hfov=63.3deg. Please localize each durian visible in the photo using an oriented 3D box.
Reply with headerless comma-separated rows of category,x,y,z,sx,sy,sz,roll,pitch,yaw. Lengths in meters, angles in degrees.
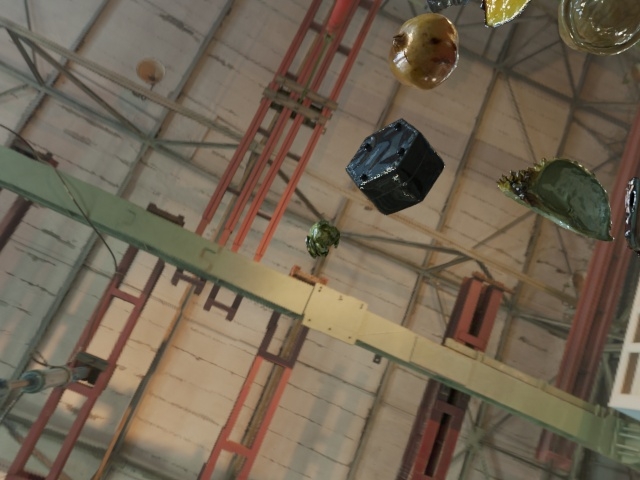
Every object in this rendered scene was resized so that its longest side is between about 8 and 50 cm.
durian,0.483,-0.088,1.053,0.252,0.144,0.139,32,-148,-13

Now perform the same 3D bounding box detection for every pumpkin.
pumpkin,0.432,-0.623,1.112,0.148,0.169,0.312,-11,-89,-40

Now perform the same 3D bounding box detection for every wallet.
wallet,0.661,-0.023,1.036,0.255,0.031,0.137,19,-97,-39

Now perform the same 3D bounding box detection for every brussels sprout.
brussels sprout,0.000,0.000,1.126,0.085,0.058,0.085,8,-100,-46

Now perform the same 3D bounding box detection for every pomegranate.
pomegranate,0.294,-0.534,1.473,0.209,0.209,0.209,3,-103,-13

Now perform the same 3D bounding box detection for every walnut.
walnut,0.867,-0.709,1.578,0.286,0.296,0.285,0,-76,0

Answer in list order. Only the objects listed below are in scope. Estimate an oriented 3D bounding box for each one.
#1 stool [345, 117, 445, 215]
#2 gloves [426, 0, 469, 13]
stool,0.186,-0.188,1.330,0.141,0.232,0.232,41,-111,-32
gloves,0.235,-0.381,0.628,0.142,0.286,0.119,49,-123,-29
